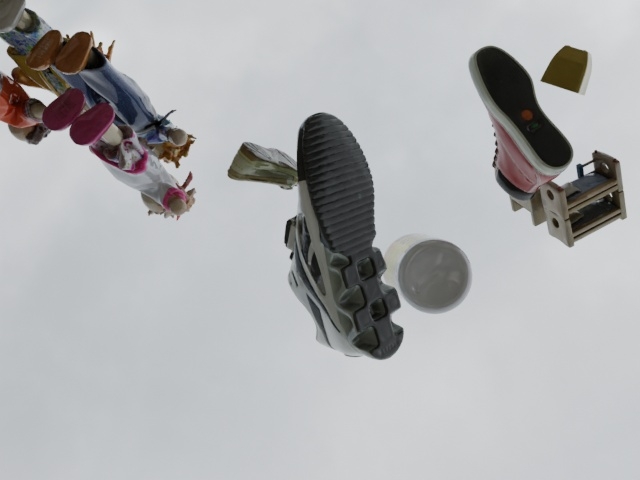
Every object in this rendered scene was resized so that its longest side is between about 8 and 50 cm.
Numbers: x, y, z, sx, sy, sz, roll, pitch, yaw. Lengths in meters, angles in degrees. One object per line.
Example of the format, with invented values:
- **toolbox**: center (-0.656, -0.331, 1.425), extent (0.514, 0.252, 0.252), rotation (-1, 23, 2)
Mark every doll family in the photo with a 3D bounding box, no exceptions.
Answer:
- **doll family**: center (-0.184, -0.117, 0.592), extent (0.263, 0.163, 0.118), rotation (28, -101, 25)

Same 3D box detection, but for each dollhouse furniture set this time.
- **dollhouse furniture set**: center (0.456, -0.102, 1.365), extent (0.129, 0.129, 0.183), rotation (-26, -149, -8)

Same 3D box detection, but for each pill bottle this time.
- **pill bottle**: center (0.167, 0.049, 1.189), extent (0.117, 0.117, 0.215), rotation (-45, -174, -1)

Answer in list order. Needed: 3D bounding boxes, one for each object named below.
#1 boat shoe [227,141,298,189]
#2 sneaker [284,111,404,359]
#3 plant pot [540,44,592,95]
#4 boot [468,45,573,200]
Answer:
- **boat shoe**: center (-0.068, -0.094, 0.992), extent (0.056, 0.153, 0.048), rotation (46, -72, 23)
- **sneaker**: center (0.000, 0.000, 0.969), extent (0.146, 0.122, 0.330), rotation (-7, -84, 47)
- **plant pot**: center (0.504, -0.346, 1.458), extent (0.081, 0.081, 0.083), rotation (25, -71, 24)
- **boot**: center (0.302, -0.187, 1.205), extent (0.088, 0.176, 0.244), rotation (-25, -102, -14)
